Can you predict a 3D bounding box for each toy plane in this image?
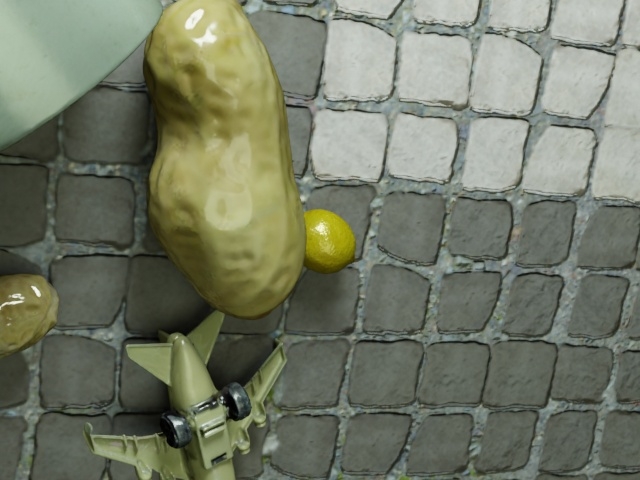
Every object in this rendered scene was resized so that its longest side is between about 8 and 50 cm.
[{"bbox_3d":[-0.120,0.193,1.310,0.229,0.092,0.244,-23,111,-28],"label":"toy plane"}]

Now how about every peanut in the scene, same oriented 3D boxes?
[{"bbox_3d":[-0.323,0.085,1.201,0.174,0.080,0.080,-26,114,-12],"label":"peanut"},{"bbox_3d":[-0.094,-0.069,1.208,0.147,0.147,0.319,-15,114,-16],"label":"peanut"}]

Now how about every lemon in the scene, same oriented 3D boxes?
[{"bbox_3d":[0.000,0.000,1.308,0.083,0.062,0.062,33,93,-13],"label":"lemon"}]

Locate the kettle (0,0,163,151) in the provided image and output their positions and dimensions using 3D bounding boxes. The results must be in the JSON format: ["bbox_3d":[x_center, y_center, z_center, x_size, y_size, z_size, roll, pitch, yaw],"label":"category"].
[{"bbox_3d":[-0.373,-0.240,1.017,0.361,0.250,0.376,-26,114,17],"label":"kettle"}]
